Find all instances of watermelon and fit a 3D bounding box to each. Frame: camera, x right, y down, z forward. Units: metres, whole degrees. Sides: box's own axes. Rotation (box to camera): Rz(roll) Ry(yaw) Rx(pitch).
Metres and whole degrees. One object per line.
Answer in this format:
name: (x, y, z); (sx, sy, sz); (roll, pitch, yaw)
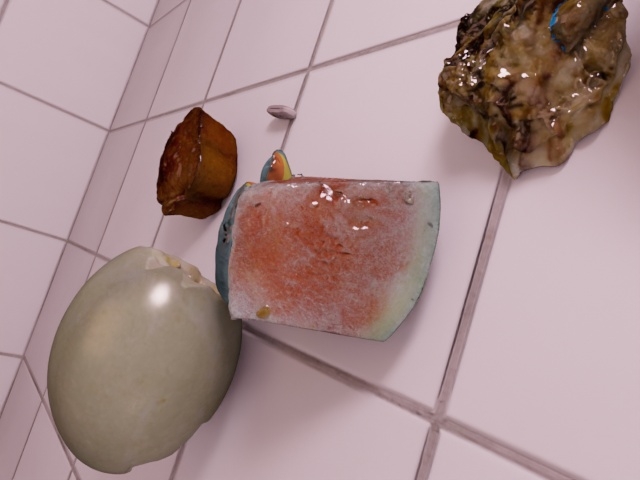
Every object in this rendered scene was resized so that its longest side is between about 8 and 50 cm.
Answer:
watermelon: (0.000, 0.000, 0.618); (0.261, 0.201, 0.213); (2, 83, 48)

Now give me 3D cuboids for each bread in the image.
bread: (-0.278, -0.164, 1.111); (0.232, 0.135, 0.247); (-38, 46, 35)

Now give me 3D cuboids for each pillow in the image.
pillow: (-0.090, -0.007, 0.744); (0.233, 0.086, 0.214); (-58, -26, -57)

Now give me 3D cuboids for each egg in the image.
egg: (-0.277, 0.190, 0.803); (0.278, 0.278, 0.336); (24, 86, 54)

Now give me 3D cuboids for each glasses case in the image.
glasses case: (-0.076, -0.249, 0.987); (0.083, 0.032, 0.021); (22, 88, 53)

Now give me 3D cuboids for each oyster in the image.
oyster: (0.213, -0.191, 0.527); (0.214, 0.083, 0.223); (-47, 58, 37)
